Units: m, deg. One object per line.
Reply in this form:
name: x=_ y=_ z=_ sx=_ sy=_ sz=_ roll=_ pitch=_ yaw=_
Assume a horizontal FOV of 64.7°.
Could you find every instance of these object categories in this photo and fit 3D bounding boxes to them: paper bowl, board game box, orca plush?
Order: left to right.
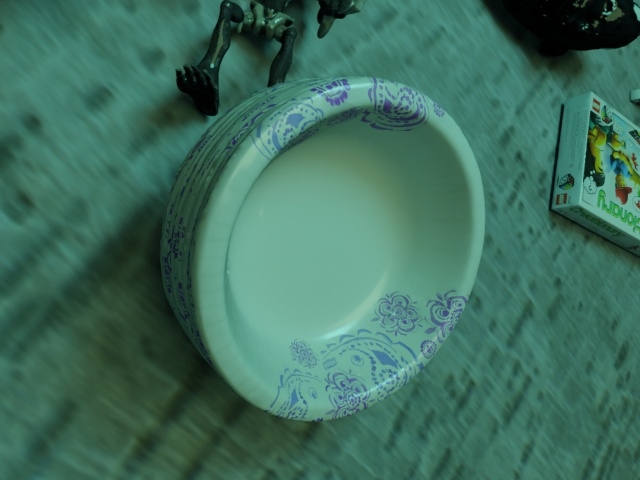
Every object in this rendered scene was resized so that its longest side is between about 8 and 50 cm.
paper bowl: x=0.000 y=0.000 z=0.458 sx=0.284 sy=0.148 sz=0.285 roll=-11 pitch=112 yaw=-30
orca plush: x=0.362 y=-0.341 z=0.721 sx=0.287 sy=0.151 sz=0.102 roll=26 pitch=34 yaw=-26
board game box: x=0.514 y=-0.095 z=0.857 sx=0.305 sy=0.053 sz=0.193 roll=19 pitch=76 yaw=-28

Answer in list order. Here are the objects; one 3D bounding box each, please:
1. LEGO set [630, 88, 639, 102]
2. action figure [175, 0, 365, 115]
LEGO set: x=0.700 y=-0.284 z=0.963 sx=0.227 sy=0.093 sz=0.087 roll=12 pitch=79 yaw=-29
action figure: x=-0.036 y=-0.253 z=0.496 sx=0.163 sy=0.141 sz=0.276 roll=19 pitch=77 yaw=-16
